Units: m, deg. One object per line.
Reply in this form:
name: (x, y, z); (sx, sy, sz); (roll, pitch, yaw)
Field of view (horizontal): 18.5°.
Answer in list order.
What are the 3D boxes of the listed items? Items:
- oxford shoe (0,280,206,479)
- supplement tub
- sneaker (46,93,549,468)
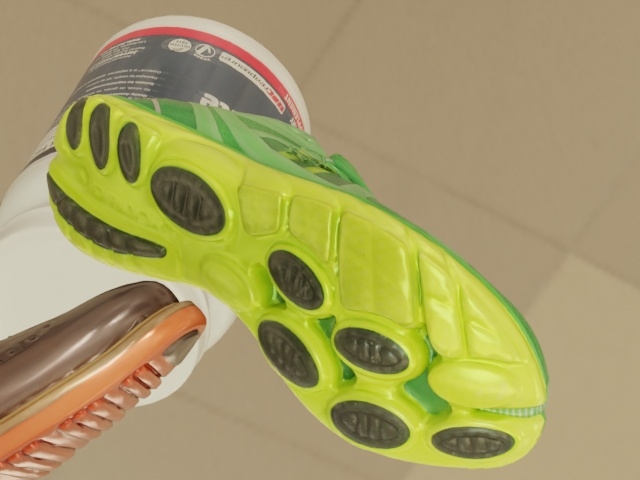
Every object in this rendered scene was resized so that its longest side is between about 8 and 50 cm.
oxford shoe: (-0.177, 0.069, 0.768); (0.271, 0.097, 0.098); (-26, 79, -5)
supplement tub: (-0.129, -0.026, 1.479); (0.191, 0.272, 0.191); (10, 131, 12)
sneaker: (0.000, 0.000, 0.930); (0.123, 0.295, 0.109); (-16, 130, -46)
